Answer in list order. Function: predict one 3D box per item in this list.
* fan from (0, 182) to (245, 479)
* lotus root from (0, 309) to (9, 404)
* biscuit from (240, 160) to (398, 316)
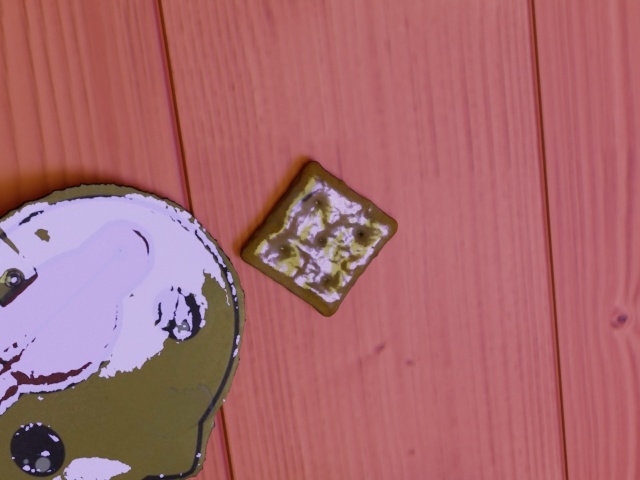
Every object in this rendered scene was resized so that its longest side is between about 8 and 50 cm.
[{"bbox_3d":[-0.173,0.045,0.849,0.229,0.011,0.335,-46,119,-14],"label":"fan"},{"bbox_3d":[-0.213,0.075,0.865,0.030,0.037,0.083,2,103,-16],"label":"lotus root"},{"bbox_3d":[0.000,0.000,0.918,0.081,0.018,0.083,37,93,-23],"label":"biscuit"}]
